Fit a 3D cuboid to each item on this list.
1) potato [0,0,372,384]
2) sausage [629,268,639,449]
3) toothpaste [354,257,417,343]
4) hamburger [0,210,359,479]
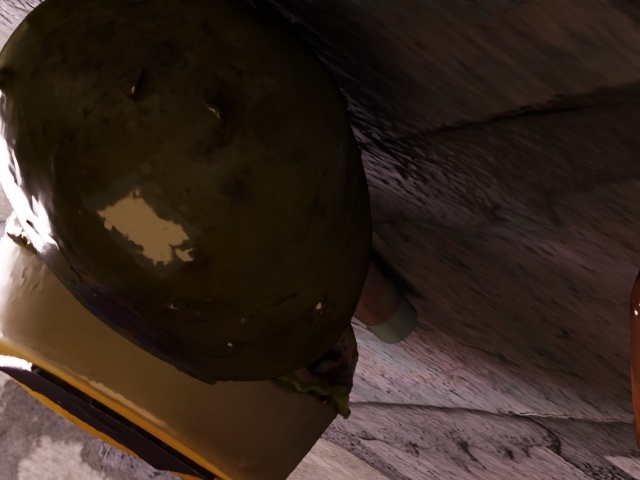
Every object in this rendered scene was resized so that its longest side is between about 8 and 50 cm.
[{"bbox_3d":[-0.069,-0.027,1.062,0.210,0.173,0.307,20,159,24],"label":"potato"},{"bbox_3d":[0.210,0.073,1.047,0.086,0.086,0.289,24,163,18],"label":"sausage"},{"bbox_3d":[0.000,0.000,1.288,0.056,0.036,0.205,12,153,45],"label":"toothpaste"},{"bbox_3d":[-0.108,0.065,1.411,0.300,0.176,0.300,26,165,7],"label":"hamburger"}]
